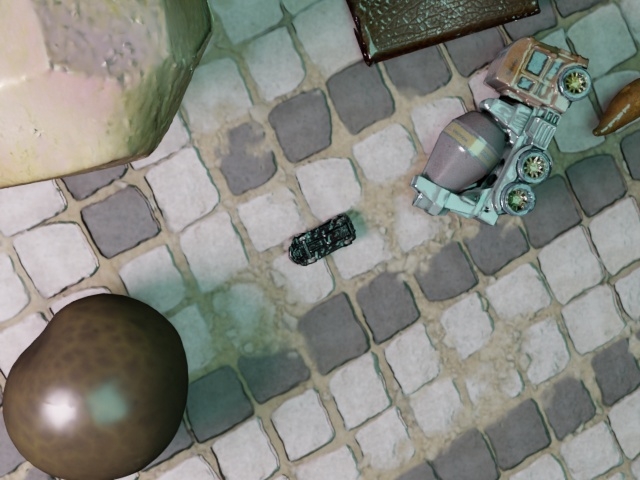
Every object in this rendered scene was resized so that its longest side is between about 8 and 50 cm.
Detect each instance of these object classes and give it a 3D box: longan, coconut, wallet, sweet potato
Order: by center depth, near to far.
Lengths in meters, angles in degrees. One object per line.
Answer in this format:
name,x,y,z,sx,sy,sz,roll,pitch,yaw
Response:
coconut,-0.278,-0.229,1.186,0.353,0.352,0.352,-2,97,-18
longan,-0.244,0.166,1.316,0.198,0.198,0.212,33,70,-18
wallet,0.148,-0.311,1.465,0.243,0.039,0.132,-20,95,-14
sweet potato,0.475,-0.190,1.571,0.281,0.059,0.067,-8,110,-17

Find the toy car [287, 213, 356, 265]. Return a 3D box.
toy car,0.000,0.000,1.457,0.093,0.025,0.041,-26,101,-17

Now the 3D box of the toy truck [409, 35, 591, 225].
toy truck,0.222,-0.133,1.475,0.140,0.108,0.256,26,91,-5
